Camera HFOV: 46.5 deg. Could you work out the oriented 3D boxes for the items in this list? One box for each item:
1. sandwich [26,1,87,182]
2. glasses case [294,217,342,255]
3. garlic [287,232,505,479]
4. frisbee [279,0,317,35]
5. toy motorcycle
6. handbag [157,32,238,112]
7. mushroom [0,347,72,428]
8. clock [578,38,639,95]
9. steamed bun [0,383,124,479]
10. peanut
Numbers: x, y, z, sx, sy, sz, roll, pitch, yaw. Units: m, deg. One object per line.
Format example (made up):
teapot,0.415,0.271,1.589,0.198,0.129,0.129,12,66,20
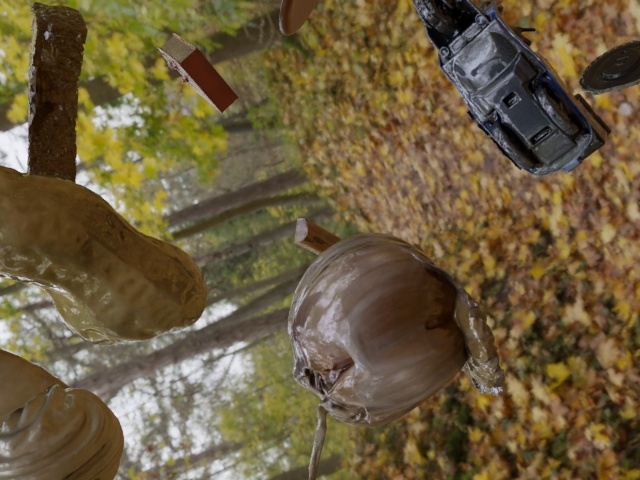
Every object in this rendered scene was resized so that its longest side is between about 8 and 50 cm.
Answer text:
sandwich,-0.355,-0.198,0.991,0.186,0.065,0.215,-131,47,-60
glasses case,0.000,0.000,1.887,0.170,0.041,0.065,29,-118,-50
garlic,0.070,0.124,0.686,0.207,0.206,0.257,-151,68,-83
frisbee,-0.015,-0.494,1.361,0.021,0.251,0.251,25,172,3
toy motorcycle,0.266,-0.245,1.079,0.359,0.125,0.212,49,-147,-3
handbag,-0.240,-0.326,1.436,0.127,0.063,0.190,48,179,-34
mushroom,-0.655,0.274,1.340,0.313,0.224,0.397,7,149,49
clock,0.274,-0.160,0.678,0.074,0.083,0.010,-8,127,42
steamed bun,-0.314,0.265,0.900,0.106,0.183,0.183,29,159,24
peanut,-0.223,0.023,0.703,0.111,0.125,0.274,18,165,49
